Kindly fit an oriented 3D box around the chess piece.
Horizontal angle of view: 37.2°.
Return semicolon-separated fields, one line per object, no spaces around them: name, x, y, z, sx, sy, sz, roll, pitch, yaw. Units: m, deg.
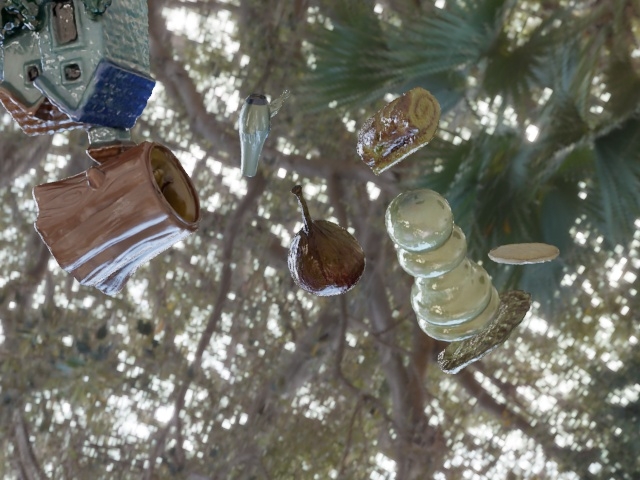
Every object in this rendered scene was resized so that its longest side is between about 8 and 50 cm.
chess piece;0.185;0.025;1.512;0.144;0.251;0.144;-17;-144;13

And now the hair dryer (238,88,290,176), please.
hair dryer;-0.115;-0.218;1.896;0.067;0.167;0.199;20;-162;11

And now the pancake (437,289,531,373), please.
pancake;0.315;0.173;1.830;0.235;0.212;0.029;-43;-81;-21

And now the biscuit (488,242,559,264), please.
biscuit;0.427;0.025;1.991;0.152;0.020;0.152;-6;-167;1

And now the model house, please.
model house;-0.445;-0.278;1.646;0.295;0.329;0.252;-4;-176;16

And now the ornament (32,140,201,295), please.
ornament;-0.335;-0.049;1.636;0.235;0.217;0.221;59;-164;-18

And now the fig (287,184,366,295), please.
fig;-0.023;0.004;2.235;0.290;0.190;0.190;46;-155;-24

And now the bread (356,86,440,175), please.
bread;0.160;-0.231;1.978;0.103;0.172;0.132;35;-128;-20
